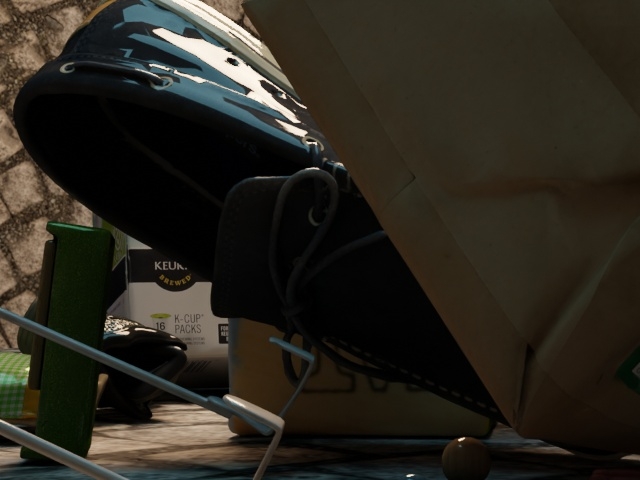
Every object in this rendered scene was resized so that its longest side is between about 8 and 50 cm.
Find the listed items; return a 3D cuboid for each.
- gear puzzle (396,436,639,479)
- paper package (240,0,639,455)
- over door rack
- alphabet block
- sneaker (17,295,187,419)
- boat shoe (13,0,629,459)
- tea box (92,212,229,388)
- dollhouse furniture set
[{"bbox_3d":[0.070,0.100,0.455,0.175,0.044,0.339,-1,-2,9],"label":"gear puzzle"},{"bbox_3d":[0.169,-0.045,0.710,0.168,0.309,0.324,-47,-38,21],"label":"paper package"},{"bbox_3d":[-0.175,0.084,0.740,0.324,0.108,0.239,13,5,2],"label":"over door rack"},{"bbox_3d":[0.041,0.054,1.137,0.197,0.194,0.192,-1,-1,10],"label":"alphabet block"},{"bbox_3d":[-0.167,0.120,1.274,0.130,0.087,0.227,25,-11,24],"label":"sneaker"},{"bbox_3d":[0.000,0.000,0.935,0.500,0.187,0.156,34,46,19],"label":"boat shoe"},{"bbox_3d":[-0.074,-0.009,1.563,0.328,0.324,0.220,0,-14,-18],"label":"tea box"},{"bbox_3d":[-0.254,0.064,1.032,0.197,0.151,0.301,5,-3,-7],"label":"dollhouse furniture set"}]
